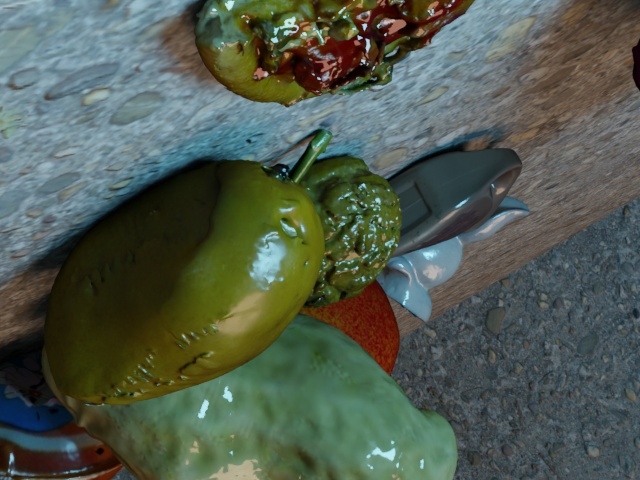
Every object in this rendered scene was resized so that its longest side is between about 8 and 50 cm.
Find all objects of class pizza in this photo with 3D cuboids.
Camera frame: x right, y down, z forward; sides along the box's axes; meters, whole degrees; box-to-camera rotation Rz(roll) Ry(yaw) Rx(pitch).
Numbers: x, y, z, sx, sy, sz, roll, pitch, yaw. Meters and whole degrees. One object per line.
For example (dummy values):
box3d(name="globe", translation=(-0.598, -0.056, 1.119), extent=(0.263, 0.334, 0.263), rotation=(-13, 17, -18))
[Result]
box3d(name="pizza", translation=(0.031, -0.128, 0.576), extent=(0.193, 0.053, 0.201), rotation=(-33, 167, 31))

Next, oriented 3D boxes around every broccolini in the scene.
box3d(name="broccolini", translation=(-0.059, -0.024, 0.857), extent=(0.194, 0.052, 0.054), rotation=(-31, 172, 20))

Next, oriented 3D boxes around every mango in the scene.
box3d(name="mango", translation=(-0.105, 0.039, 0.774), extent=(0.249, 0.151, 0.156), rotation=(-33, -158, 16))

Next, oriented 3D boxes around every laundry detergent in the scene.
box3d(name="laundry detergent", translation=(0.162, -0.052, 1.172), extent=(0.171, 0.076, 0.237), rotation=(-35, 167, 34))

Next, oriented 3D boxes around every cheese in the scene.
box3d(name="cheese", translation=(-0.259, 0.176, 1.080), extent=(0.217, 0.129, 0.329), rotation=(15, -160, 20))

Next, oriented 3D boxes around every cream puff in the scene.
box3d(name="cream puff", translation=(0.000, 0.000, 0.930), extent=(0.150, 0.115, 0.165), rotation=(-12, 163, -40))

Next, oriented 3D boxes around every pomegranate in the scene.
box3d(name="pomegranate", translation=(-0.043, 0.106, 1.118), extent=(0.257, 0.220, 0.221), rotation=(5, 170, 5))

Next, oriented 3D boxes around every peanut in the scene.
box3d(name="peanut", translation=(-0.067, 0.150, 0.919), extent=(0.169, 0.387, 0.192), rotation=(100, 9, -56))

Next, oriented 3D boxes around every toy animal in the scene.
box3d(name="toy animal", translation=(0.154, -0.010, 1.339), extent=(0.220, 0.131, 0.104), rotation=(-52, -165, 4))

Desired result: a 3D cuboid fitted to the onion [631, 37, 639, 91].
box3d(name="onion", translation=(0.480, -0.168, 0.790), extent=(0.420, 0.398, 0.398), rotation=(-54, 176, -16))
